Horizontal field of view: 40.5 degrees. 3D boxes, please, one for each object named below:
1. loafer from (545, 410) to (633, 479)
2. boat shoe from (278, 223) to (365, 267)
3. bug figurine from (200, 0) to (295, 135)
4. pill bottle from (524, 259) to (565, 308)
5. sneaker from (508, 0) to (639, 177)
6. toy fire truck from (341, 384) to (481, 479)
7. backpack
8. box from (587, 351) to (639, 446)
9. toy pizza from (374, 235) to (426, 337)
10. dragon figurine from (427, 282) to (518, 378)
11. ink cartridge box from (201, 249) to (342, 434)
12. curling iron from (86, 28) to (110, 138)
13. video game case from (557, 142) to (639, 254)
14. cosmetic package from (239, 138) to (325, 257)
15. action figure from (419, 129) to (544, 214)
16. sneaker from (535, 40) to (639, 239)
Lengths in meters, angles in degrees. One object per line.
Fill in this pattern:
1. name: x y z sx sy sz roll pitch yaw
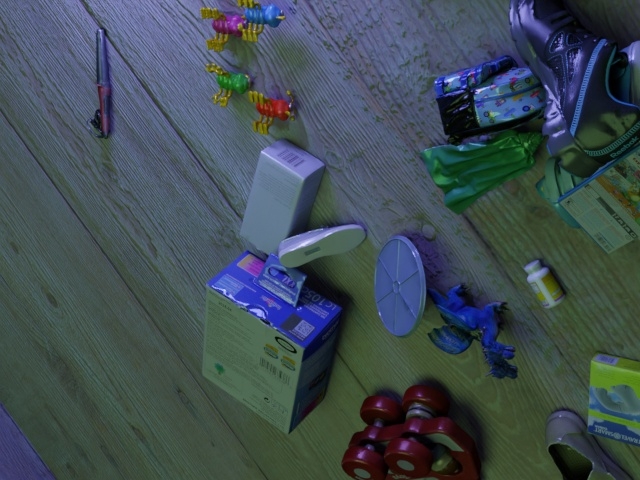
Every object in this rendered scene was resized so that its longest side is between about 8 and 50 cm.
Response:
1. loafer: 0.509 0.452 1.642 0.268 0.092 0.102 51 133 4
2. boat shoe: 0.000 0.000 1.780 0.184 0.063 0.066 -23 132 8
3. bug figurine: -0.140 -0.359 1.715 0.216 0.072 0.278 21 130 35
4. pill bottle: 0.400 0.078 1.556 0.043 0.043 0.083 -30 94 43
5. sneaker: 0.382 -0.262 1.271 0.140 0.125 0.340 -33 60 39
6. toy fire truck: 0.211 0.457 1.849 0.302 0.169 0.254 -23 122 43
7. backpack: 0.291 -0.234 1.391 0.173 0.158 0.116 -8 103 46
8. box: 0.542 0.296 1.568 0.109 0.042 0.178 11 119 33
9. toy pizza: 0.162 0.090 1.699 0.201 0.032 0.201 179 90 -66
10. dragon figurine: 0.259 0.156 1.638 0.289 0.144 0.085 26 126 24
11. ink cartridge box: -0.111 0.208 1.905 0.270 0.151 0.395 31 140 20
12. curling iron: -0.517 -0.360 2.026 0.068 0.035 0.273 26 127 24
13. video game case: 0.458 -0.060 1.309 0.119 0.015 0.166 46 136 -3
14. cosmetic package: -0.082 -0.082 1.813 0.117 0.085 0.231 34 132 17
15. action figure: 0.292 -0.138 1.499 0.232 0.063 0.137 -22 108 49
16. sneaker: 0.432 -0.147 1.357 0.208 0.127 0.318 4 115 34
